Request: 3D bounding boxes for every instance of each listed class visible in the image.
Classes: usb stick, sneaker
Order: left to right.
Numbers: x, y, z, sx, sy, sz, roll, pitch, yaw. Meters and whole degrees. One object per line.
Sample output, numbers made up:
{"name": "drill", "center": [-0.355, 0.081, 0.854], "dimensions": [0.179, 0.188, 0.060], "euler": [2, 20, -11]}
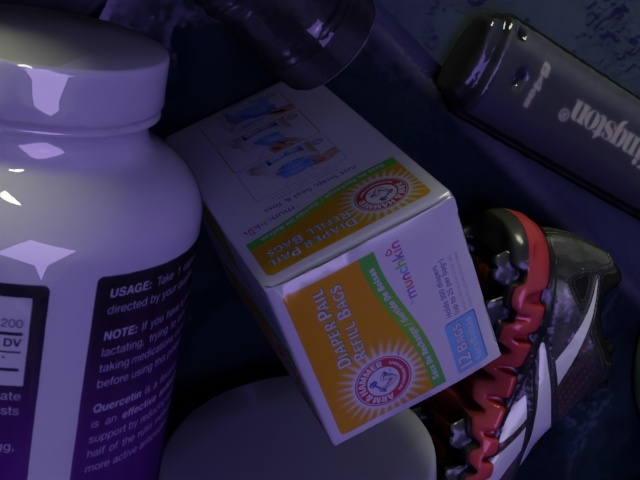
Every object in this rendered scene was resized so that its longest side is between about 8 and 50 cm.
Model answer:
{"name": "sneaker", "center": [0.145, 0.110, 0.770], "dimensions": [0.135, 0.097, 0.276], "euler": [4, 112, -22]}
{"name": "usb stick", "center": [0.201, -0.072, 0.735], "dimensions": [0.278, 0.045, 0.077], "euler": [24, 105, -30]}

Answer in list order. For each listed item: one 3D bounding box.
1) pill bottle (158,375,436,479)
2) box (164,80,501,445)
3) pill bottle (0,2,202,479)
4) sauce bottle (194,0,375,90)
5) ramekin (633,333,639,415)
{"name": "pill bottle", "center": [-0.004, 0.311, 0.731], "dimensions": [0.229, 0.229, 0.407], "euler": [-13, 119, -17]}
{"name": "box", "center": [0.000, 0.000, 0.591], "dimensions": [0.103, 0.203, 0.114], "euler": [-27, 122, -8]}
{"name": "pill bottle", "center": [-0.165, 0.046, 0.559], "dimensions": [0.182, 0.181, 0.323], "euler": [2, 113, -24]}
{"name": "sauce bottle", "center": [-0.109, -0.198, 0.503], "dimensions": [0.111, 0.111, 0.344], "euler": [-48, 124, 5]}
{"name": "ramekin", "center": [0.430, 0.102, 0.857], "dimensions": [0.303, 0.148, 0.303], "euler": [-10, 118, -18]}
